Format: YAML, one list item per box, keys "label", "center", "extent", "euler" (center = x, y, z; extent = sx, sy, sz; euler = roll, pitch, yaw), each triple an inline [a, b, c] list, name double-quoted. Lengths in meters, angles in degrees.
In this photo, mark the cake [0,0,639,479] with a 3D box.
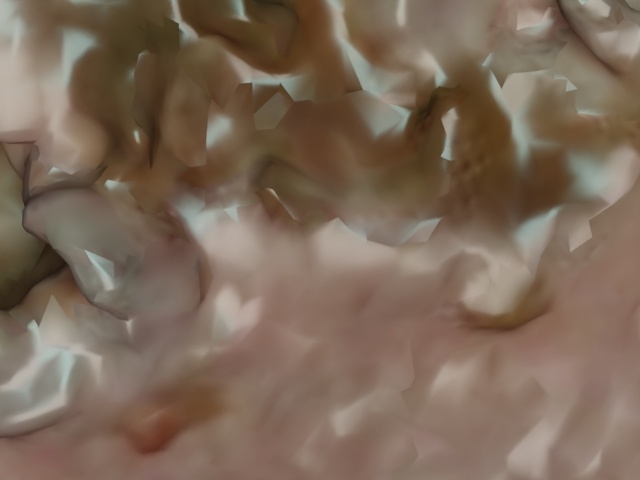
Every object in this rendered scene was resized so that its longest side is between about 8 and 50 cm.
- label: "cake"
  center: [0.000, 0.000, 0.527]
  extent: [0.314, 0.293, 0.307]
  euler: [24, 105, -20]
